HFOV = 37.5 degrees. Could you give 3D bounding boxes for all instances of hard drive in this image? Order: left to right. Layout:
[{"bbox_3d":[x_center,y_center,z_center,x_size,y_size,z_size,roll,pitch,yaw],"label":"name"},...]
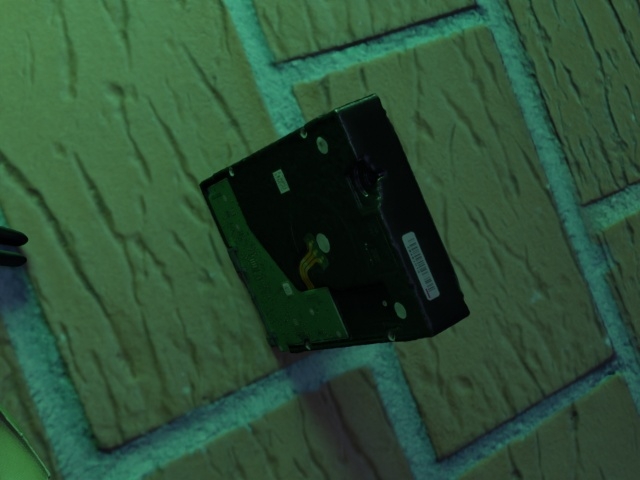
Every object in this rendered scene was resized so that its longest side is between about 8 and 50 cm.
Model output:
[{"bbox_3d":[0.000,0.000,1.025,0.064,0.339,0.236,-25,93,-31],"label":"hard drive"}]

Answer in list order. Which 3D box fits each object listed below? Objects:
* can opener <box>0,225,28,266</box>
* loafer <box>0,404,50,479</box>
[{"bbox_3d":[-0.394,-0.006,0.977,0.186,0.073,0.059,22,64,-33],"label":"can opener"},{"bbox_3d":[-0.313,0.263,0.954,0.102,0.092,0.268,-33,98,-28],"label":"loafer"}]
